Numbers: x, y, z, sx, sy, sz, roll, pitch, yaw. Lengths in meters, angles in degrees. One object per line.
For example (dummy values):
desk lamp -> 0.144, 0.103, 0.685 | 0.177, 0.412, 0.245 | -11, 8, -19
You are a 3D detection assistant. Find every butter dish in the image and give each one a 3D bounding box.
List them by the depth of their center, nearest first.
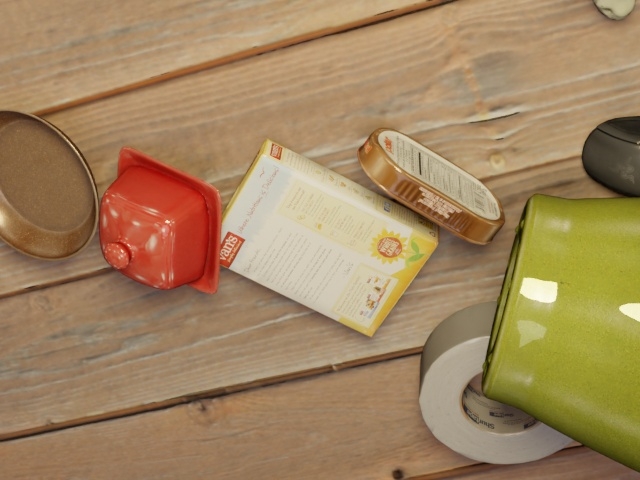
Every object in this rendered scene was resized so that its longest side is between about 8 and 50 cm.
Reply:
butter dish -> -0.207, -0.005, 1.459 | 0.160, 0.118, 0.160 | 25, 129, 25

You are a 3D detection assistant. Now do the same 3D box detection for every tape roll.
tape roll -> 0.236, 0.185, 1.585 | 0.219, 0.072, 0.219 | 3, 124, 4

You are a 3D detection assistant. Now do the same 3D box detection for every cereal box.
cereal box -> 0.000, 0.000, 1.501 | 0.240, 0.047, 0.173 | 27, 123, -10

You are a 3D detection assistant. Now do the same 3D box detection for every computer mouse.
computer mouse -> 0.434, -0.111, 1.370 | 0.262, 0.060, 0.184 | 10, 125, 0

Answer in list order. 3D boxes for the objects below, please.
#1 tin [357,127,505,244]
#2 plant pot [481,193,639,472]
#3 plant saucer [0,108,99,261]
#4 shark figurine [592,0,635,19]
tin -> 0.129, -0.064, 1.411 | 0.190, 0.106, 0.040 | 30, 114, -14
plant pot -> 0.373, 0.099, 1.363 | 0.353, 0.366, 0.366 | 15, 125, 6
plant saucer -> -0.340, -0.070, 1.473 | 0.199, 0.036, 0.198 | 12, 121, 21
shark figurine -> 0.318, -0.345, 1.207 | 0.166, 0.116, 0.278 | 2, 141, -36
